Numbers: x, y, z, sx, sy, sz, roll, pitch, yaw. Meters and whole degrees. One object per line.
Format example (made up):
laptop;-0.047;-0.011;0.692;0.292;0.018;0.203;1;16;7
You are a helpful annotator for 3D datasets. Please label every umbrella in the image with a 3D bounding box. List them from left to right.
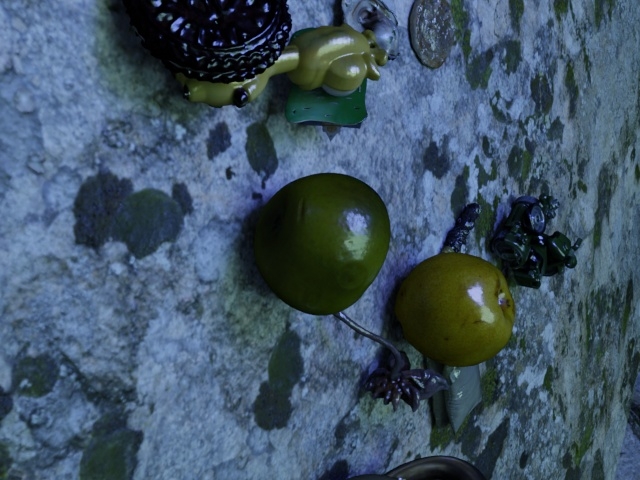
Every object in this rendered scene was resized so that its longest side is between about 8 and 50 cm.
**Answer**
umbrella;0.282;-0.018;1.346;0.144;0.040;0.037;-53;140;-29

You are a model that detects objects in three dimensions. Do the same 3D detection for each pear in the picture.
pear;0.231;0.120;1.184;0.208;0.208;0.209;-9;102;-49

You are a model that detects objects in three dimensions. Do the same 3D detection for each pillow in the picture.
pillow;0.274;0.286;1.349;0.134;0.077;0.182;-30;118;-44

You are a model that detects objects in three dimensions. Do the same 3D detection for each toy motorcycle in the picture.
toy motorcycle;0.491;0.017;1.532;0.205;0.127;0.275;-54;128;-34

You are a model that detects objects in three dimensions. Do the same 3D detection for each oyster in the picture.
oyster;0.084;-0.327;1.060;0.165;0.053;0.109;24;58;-42

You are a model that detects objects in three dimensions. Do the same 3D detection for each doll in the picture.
doll;-0.047;-0.223;0.847;0.291;0.086;0.117;-16;66;-27

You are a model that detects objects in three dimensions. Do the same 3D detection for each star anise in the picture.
star anise;0.106;0.170;1.115;0.148;0.218;0.228;-99;-176;-56

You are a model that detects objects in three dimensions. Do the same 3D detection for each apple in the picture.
apple;0.000;0.000;0.905;0.156;0.196;0.197;23;77;-29

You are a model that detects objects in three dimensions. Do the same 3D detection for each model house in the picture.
model house;0.011;-0.210;0.962;0.088;0.117;0.167;93;-2;-64

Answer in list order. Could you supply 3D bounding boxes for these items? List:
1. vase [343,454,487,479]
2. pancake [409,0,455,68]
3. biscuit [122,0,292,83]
vase;0.155;0.478;1.061;0.329;0.302;0.241;-49;128;-35
pancake;0.204;-0.383;1.215;0.139;0.022;0.140;-9;101;-48
biscuit;-0.124;-0.263;0.753;0.194;0.053;0.195;6;68;-15
